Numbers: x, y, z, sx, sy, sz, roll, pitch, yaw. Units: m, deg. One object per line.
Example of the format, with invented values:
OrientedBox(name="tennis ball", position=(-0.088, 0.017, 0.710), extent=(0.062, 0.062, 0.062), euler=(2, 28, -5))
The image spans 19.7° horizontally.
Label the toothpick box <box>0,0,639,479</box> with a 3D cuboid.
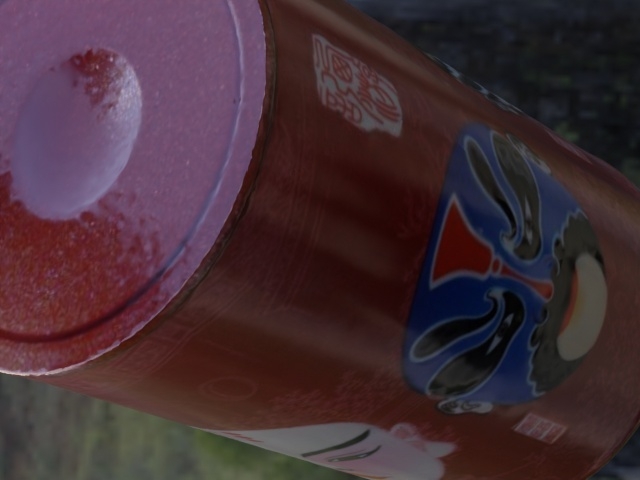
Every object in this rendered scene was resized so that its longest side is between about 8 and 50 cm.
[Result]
OrientedBox(name="toothpick box", position=(0.000, 0.000, 0.848), extent=(0.333, 0.204, 0.204), euler=(23, -118, -48))
